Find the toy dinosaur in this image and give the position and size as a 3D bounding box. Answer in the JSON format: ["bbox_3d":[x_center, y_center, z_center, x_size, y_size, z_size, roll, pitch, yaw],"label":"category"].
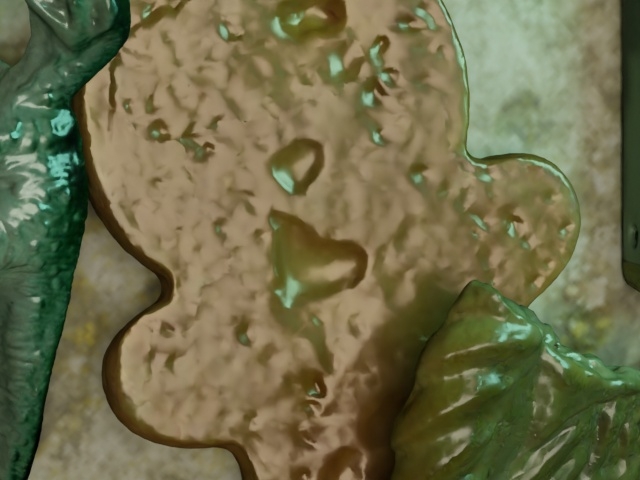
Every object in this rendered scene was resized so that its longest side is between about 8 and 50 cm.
[{"bbox_3d":[-0.188,0.021,0.886,0.129,0.076,0.383,18,114,9],"label":"toy dinosaur"}]

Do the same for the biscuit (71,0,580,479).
[{"bbox_3d":[-0.001,0.000,0.929,0.275,0.052,0.355,-27,99,-12],"label":"biscuit"}]

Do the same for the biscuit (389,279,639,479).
[{"bbox_3d":[0.139,0.146,0.936,0.273,0.036,0.187,22,95,-34],"label":"biscuit"}]

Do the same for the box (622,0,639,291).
[{"bbox_3d":[0.302,-0.075,0.995,0.270,0.045,0.211,-1,96,-13],"label":"box"}]
